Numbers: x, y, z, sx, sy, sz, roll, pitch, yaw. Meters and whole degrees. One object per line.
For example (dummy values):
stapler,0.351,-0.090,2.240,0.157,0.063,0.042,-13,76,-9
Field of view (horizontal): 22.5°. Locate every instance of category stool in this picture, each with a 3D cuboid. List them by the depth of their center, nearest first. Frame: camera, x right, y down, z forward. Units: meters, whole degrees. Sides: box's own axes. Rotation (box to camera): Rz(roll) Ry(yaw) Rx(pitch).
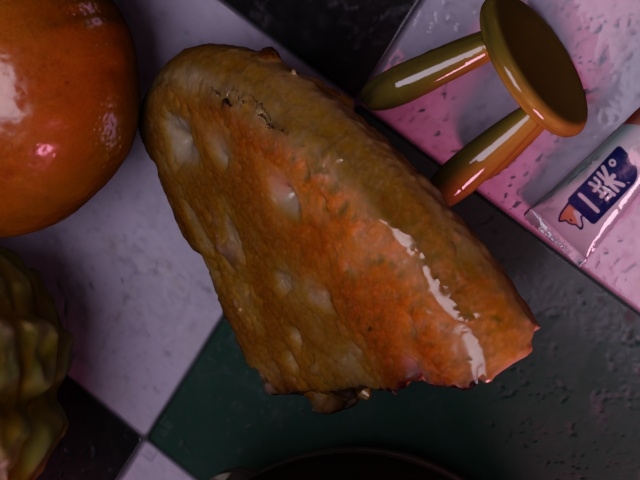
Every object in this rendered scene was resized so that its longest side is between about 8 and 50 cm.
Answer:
stool,0.110,-0.098,1.110,0.110,0.134,0.135,-34,134,29

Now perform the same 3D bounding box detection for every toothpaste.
toothpaste,0.224,-0.067,1.113,0.056,0.036,0.205,45,120,7

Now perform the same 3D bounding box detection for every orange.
orange,-0.236,-0.122,1.205,0.240,0.171,0.240,22,122,41

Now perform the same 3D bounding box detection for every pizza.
pizza,0.000,0.000,1.127,0.409,0.114,0.277,35,146,46

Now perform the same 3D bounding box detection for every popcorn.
popcorn,-0.334,0.108,1.258,0.279,0.335,0.274,-35,100,17

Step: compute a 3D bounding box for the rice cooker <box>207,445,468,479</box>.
rice cooker,0.008,0.317,1.146,0.335,0.325,0.335,1,95,10
